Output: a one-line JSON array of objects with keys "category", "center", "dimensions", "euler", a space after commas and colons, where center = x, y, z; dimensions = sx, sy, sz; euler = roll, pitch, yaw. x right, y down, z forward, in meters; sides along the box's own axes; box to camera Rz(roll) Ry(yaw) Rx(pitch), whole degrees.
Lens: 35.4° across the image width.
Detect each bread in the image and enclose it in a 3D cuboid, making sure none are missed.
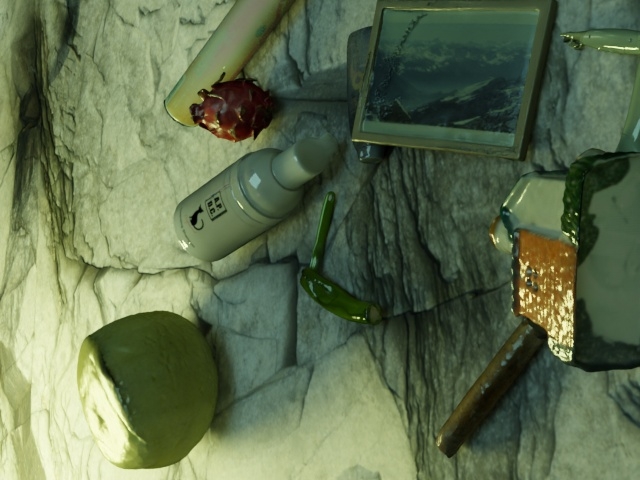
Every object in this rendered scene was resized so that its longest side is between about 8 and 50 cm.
[{"category": "bread", "center": [-0.347, 0.297, 2.019], "dimensions": [0.320, 0.237, 0.321], "euler": [12, 104, 59]}]

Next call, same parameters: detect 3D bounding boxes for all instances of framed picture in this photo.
[{"category": "framed picture", "center": [0.201, -0.264, 1.602], "dimensions": [0.335, 0.022, 0.247], "euler": [12, 91, 41]}]

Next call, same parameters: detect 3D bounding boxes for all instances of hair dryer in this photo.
[{"category": "hair dryer", "center": [0.406, -0.235, 1.390], "dimensions": [0.237, 0.075, 0.206], "euler": [41, 121, 51]}]

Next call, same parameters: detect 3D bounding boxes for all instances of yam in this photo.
[{"category": "yam", "center": [0.250, 0.221, 1.493], "dimensions": [0.264, 0.046, 0.046], "euler": [-58, 47, 23]}]

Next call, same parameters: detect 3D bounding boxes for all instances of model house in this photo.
[{"category": "model house", "center": [0.347, 0.002, 1.349], "dimensions": [0.301, 0.190, 0.272], "euler": [-152, 59, -66]}]

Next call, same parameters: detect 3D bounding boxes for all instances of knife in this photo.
[{"category": "knife", "center": [0.000, 0.000, 1.824], "dimensions": [0.026, 0.022, 0.184], "euler": [-145, 67, -72]}]

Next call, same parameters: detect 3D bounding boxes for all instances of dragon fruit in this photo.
[{"category": "dragon fruit", "center": [-0.172, -0.255, 1.971], "dimensions": [0.133, 0.165, 0.136], "euler": [78, -177, -78]}]

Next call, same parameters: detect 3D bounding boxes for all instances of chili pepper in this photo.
[{"category": "chili pepper", "center": [0.034, 0.105, 1.750], "dimensions": [0.201, 0.050, 0.052], "euler": [26, 88, 48]}]

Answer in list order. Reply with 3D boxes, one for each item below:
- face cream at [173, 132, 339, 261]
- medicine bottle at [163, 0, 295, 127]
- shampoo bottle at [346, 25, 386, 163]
[{"category": "face cream", "center": [-0.119, -0.093, 1.876], "dimensions": [0.369, 0.145, 0.145], "euler": [-32, 61, 42]}, {"category": "medicine bottle", "center": [-0.174, -0.400, 2.022], "dimensions": [0.426, 0.108, 0.108], "euler": [-45, 53, 36]}, {"category": "shampoo bottle", "center": [0.084, -0.252, 1.747], "dimensions": [0.087, 0.049, 0.234], "euler": [-11, 76, 45]}]
